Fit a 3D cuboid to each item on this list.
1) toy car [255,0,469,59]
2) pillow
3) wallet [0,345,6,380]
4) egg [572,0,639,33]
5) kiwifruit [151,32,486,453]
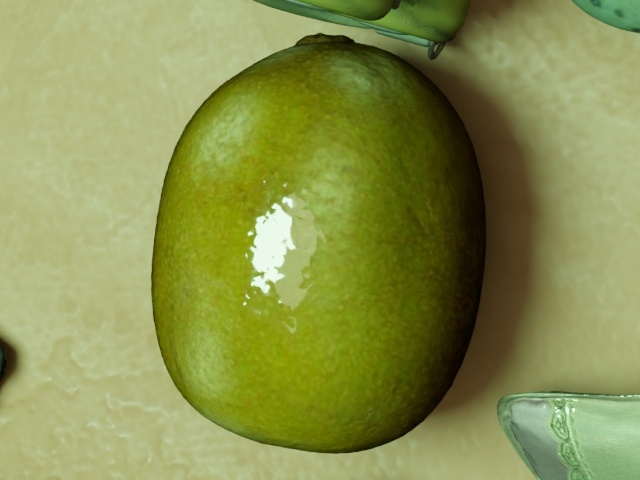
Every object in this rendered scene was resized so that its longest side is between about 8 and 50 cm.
[{"bbox_3d":[-0.021,-0.238,0.865,0.226,0.336,0.242,17,98,14],"label":"toy car"},{"bbox_3d":[0.211,0.124,0.931,0.232,0.038,0.131,-7,123,40],"label":"pillow"},{"bbox_3d":[-0.367,0.046,1.119,0.321,0.044,0.170,37,102,5],"label":"wallet"},{"bbox_3d":[0.221,-0.210,0.893,0.236,0.169,0.169,-44,84,10],"label":"egg"},{"bbox_3d":[0.000,0.000,0.950,0.196,0.196,0.234,5,90,13],"label":"kiwifruit"}]
